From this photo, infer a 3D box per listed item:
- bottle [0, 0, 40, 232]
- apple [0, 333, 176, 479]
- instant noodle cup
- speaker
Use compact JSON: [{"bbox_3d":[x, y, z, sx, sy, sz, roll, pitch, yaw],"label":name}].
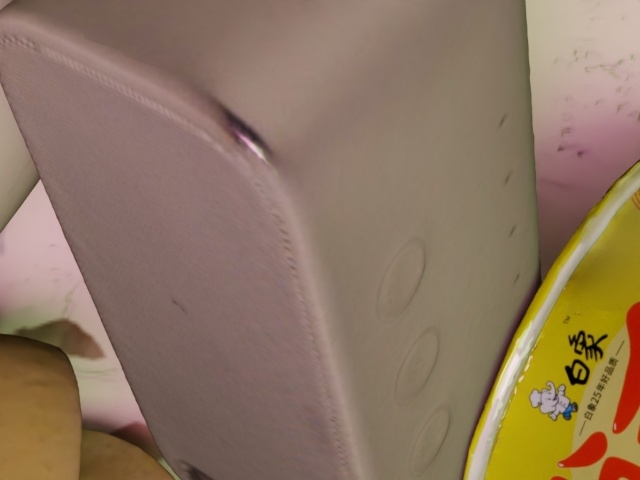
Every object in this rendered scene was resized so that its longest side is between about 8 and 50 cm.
[{"bbox_3d":[-0.192,-0.132,0.718,0.229,0.229,0.352,37,99,-24],"label":"bottle"},{"bbox_3d":[-0.200,0.199,0.818,0.291,0.254,0.292,-4,136,-4],"label":"apple"},{"bbox_3d":[0.255,0.116,0.854,0.311,0.221,0.311,-38,142,-38],"label":"instant noodle cup"},{"bbox_3d":[0.000,0.000,0.752,0.184,0.183,0.406,-47,148,-25],"label":"speaker"}]
